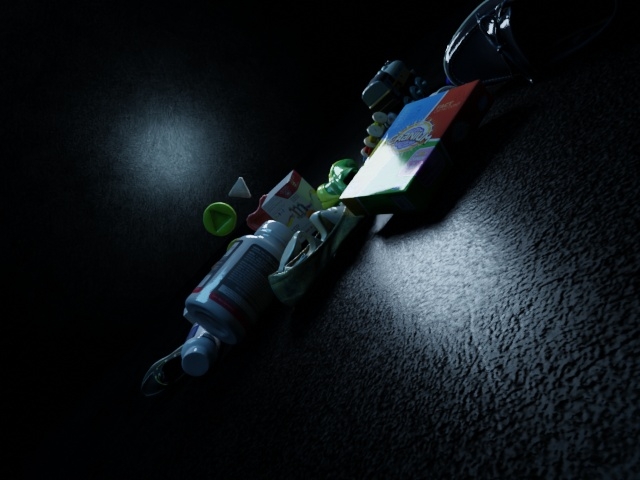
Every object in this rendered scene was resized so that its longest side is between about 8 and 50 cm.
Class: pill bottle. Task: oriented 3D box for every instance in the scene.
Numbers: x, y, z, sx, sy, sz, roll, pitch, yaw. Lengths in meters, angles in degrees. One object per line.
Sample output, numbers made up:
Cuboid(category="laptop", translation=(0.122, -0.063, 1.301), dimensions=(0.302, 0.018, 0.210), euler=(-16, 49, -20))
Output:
Cuboid(category="pill bottle", translation=(-0.312, 0.283, 1.333), dimensions=(0.094, 0.094, 0.169), euler=(-43, 13, 10))
Cuboid(category="pill bottle", translation=(-0.188, 0.099, 1.330), dimensions=(0.318, 0.176, 0.176), euler=(-53, 15, -30))

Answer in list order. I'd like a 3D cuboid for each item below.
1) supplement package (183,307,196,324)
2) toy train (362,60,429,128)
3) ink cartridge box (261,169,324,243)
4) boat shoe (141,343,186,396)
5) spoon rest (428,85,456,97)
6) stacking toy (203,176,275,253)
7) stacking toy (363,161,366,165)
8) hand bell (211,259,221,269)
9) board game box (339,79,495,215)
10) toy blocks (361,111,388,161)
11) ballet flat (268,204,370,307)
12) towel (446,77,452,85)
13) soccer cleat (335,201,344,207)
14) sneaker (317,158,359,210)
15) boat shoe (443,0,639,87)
Cuboid(category="supplement package", translation=(-0.351, 0.205, 1.673), dimensions=(0.179, 0.105, 0.105), euler=(-47, 14, -6))
Cuboid(category="toy train", translation=(0.269, -0.526, 1.792), dimensions=(0.142, 0.190, 0.334), euler=(-33, 18, 41))
Cuboid(category="ink cartridge box", translation=(-0.074, -0.107, 1.611), dimensions=(0.128, 0.176, 0.127), euler=(-41, 16, 20))
Cuboid(category="boat shoe", translation=(-0.438, 0.377, 1.464), dimensions=(0.228, 0.081, 0.068), euler=(-41, 9, 6))
Cuboid(category="spoon rest", translation=(0.288, -0.312, 1.315), dimensions=(0.276, 0.084, 0.137), euler=(-51, 14, -28))
Cuboid(category="stacking toy", translation=(-0.291, -0.079, 2.019), dimensions=(0.309, 0.279, 0.130), euler=(-45, 2, 10))
Cuboid(category="stacking toy", translation=(0.215, -0.295, 1.566), dimensions=(0.167, 0.052, 0.221), euler=(-46, 12, -3))
Cuboid(category="hand bell", translation=(-0.259, 0.052, 1.666), dimensions=(0.242, 0.126, 0.126), euler=(-22, 21, 21))
Cuboid(category="board game box", translation=(0.206, -0.196, 1.118), dimensions=(0.316, 0.064, 0.242), euler=(-55, 25, -19))
Cuboid(category="toy blocks", translation=(0.178, -0.338, 1.703), dimensions=(0.148, 0.054, 0.123), euler=(103, -172, -55))
Cuboid(category="ballet flat", translation=(0.000, 0.000, 1.186), dimensions=(0.348, 0.123, 0.123), euler=(-52, 14, -28))
Cuboid(category="towel", translation=(0.497, -0.569, 1.470), dimensions=(0.227, 0.076, 0.308), euler=(-47, 13, -2))
Cuboid(category="soccer cleat", translation=(0.076, -0.088, 1.364), dimensions=(0.179, 0.060, 0.072), euler=(-44, 21, 37))
Cuboid(category="sneaker", translation=(0.083, -0.170, 1.536), dimensions=(0.124, 0.109, 0.295), euler=(-14, 24, 22))
Cuboid(category="boat shoe", translation=(0.423, -0.430, 1.047), dimensions=(0.156, 0.187, 0.500), euler=(-45, 17, -23))
